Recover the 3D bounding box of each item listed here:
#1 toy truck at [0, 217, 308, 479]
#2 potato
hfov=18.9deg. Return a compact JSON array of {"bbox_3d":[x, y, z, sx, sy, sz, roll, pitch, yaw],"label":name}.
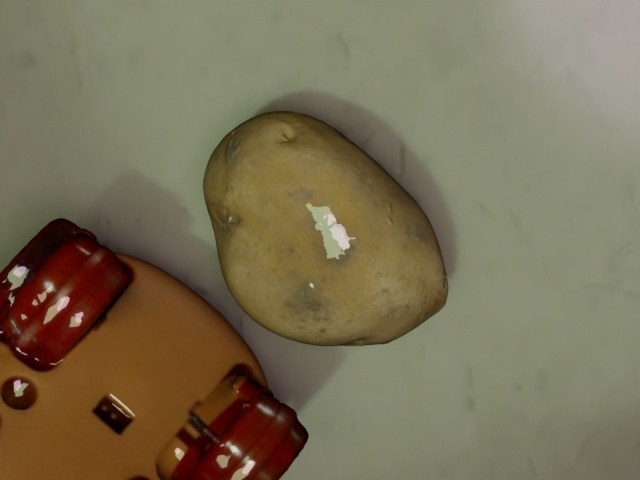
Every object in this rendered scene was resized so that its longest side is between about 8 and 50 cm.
[{"bbox_3d":[-0.158,0.142,1.054,0.189,0.239,0.265,42,62,-2],"label":"toy truck"},{"bbox_3d":[-0.001,-0.002,1.031,0.112,0.112,0.147,-43,85,13],"label":"potato"}]
